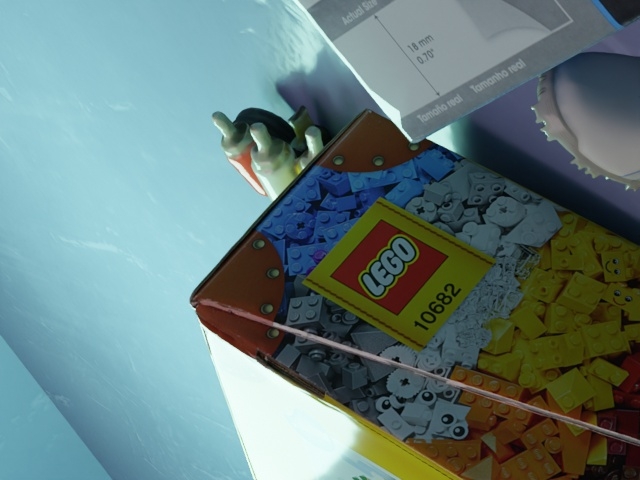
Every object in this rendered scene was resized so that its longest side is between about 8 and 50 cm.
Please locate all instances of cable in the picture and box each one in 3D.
[{"bbox_3d":[0.000,0.000,1.261,0.139,0.072,0.287,17,144,41],"label":"cable"}]

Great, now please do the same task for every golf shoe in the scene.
[{"bbox_3d":[0.187,-0.059,0.749,0.176,0.069,0.086,13,154,-19],"label":"golf shoe"}]

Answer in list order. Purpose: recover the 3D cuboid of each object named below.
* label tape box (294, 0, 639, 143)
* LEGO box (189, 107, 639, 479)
[{"bbox_3d":[0.028,-0.229,0.692,0.333,0.106,0.241,50,145,-9],"label":"label tape box"},{"bbox_3d":[0.148,0.200,1.135,0.372,0.193,0.500,30,154,27],"label":"LEGO box"}]
